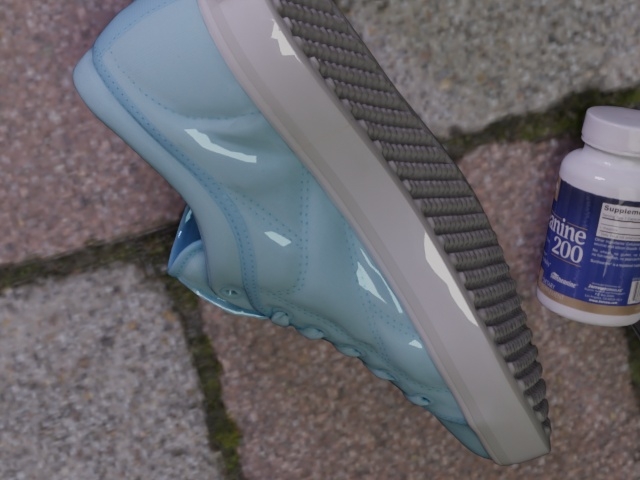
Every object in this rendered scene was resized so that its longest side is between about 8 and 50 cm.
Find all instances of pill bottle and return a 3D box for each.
[{"bbox_3d":[0.169,-0.015,1.032,0.067,0.067,0.120,3,110,-16],"label":"pill bottle"}]

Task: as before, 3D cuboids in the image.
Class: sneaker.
[{"bbox_3d":[0.000,0.000,0.978,0.150,0.135,0.366,-24,118,21],"label":"sneaker"}]

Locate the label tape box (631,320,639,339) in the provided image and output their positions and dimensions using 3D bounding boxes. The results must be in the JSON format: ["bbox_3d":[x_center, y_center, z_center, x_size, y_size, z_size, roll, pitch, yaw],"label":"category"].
[{"bbox_3d":[0.374,-0.042,1.030,0.249,0.115,0.347,15,116,-20],"label":"label tape box"}]
